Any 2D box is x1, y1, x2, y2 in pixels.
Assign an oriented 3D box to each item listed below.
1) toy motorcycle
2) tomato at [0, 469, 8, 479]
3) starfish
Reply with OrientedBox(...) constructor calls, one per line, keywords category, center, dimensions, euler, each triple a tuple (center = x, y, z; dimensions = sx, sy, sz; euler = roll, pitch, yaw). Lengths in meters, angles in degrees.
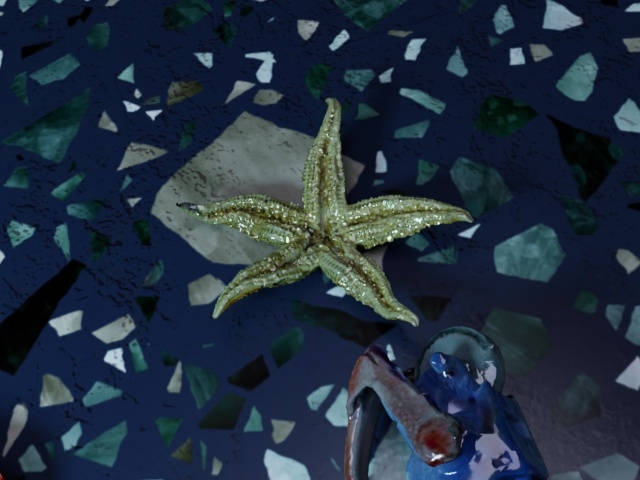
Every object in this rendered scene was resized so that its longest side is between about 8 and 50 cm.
OrientedBox(category="toy motorcycle", center=(0.151, 0.267, 1.332), dimensions=(0.182, 0.241, 0.319), euler=(5, 48, -34))
OrientedBox(category="tomato", center=(-0.477, 0.357, 1.414), dimensions=(0.227, 0.101, 0.228), euler=(0, 62, 1))
OrientedBox(category="starfish", center=(0.001, 0.003, 1.517), dimensions=(0.347, 0.078, 0.358), euler=(-30, 62, -6))
